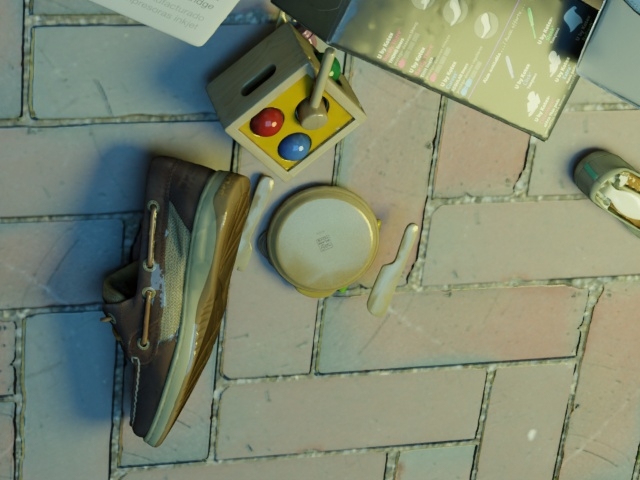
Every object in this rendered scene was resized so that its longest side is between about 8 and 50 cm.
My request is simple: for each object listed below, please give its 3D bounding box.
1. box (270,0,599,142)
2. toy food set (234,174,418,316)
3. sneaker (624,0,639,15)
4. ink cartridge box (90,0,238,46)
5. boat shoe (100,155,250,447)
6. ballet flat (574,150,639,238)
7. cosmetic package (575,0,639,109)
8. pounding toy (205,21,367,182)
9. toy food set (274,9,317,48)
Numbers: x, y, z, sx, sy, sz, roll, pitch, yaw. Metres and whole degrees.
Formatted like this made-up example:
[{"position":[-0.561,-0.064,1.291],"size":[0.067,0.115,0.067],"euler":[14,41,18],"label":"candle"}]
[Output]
[{"position":[0.116,-0.225,1.727],"size":[0.270,0.165,0.143],"euler":[20,102,-29],"label":"box"},{"position":[0.000,0.000,1.919],"size":[0.192,0.038,0.132],"euler":[19,108,-15],"label":"toy food set"},{"position":[0.191,-0.299,1.609],"size":[0.130,0.330,0.147],"euler":[-31,145,-46],"label":"sneaker"},{"position":[-0.122,-0.381,1.496],"size":[0.279,0.160,0.385],"euler":[21,134,-26],"label":"ink cartridge box"},{"position":[-0.170,0.063,1.868],"size":[0.123,0.123,0.342],"euler":[20,124,6],"label":"boat shoe"},{"position":[0.373,-0.031,1.995],"size":[0.213,0.068,0.072],"euler":[27,109,-29],"label":"ballet flat"},{"position":[0.390,-0.203,1.757],"size":[0.296,0.153,0.129],"euler":[-17,135,-58],"label":"cosmetic package"},{"position":[-0.023,-0.142,1.762],"size":[0.141,0.100,0.130],"euler":[-37,136,13],"label":"pounding toy"},{"position":[0.009,-0.223,1.796],"size":[0.122,0.019,0.078],"euler":[1,120,-26],"label":"toy food set"}]
